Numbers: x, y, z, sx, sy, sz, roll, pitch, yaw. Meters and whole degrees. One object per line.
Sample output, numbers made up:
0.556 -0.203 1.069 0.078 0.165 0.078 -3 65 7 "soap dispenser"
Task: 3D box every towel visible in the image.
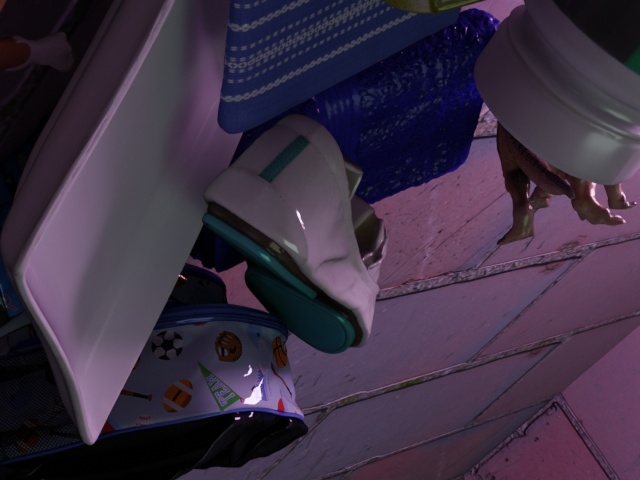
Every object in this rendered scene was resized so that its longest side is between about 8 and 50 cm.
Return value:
0.022 -0.085 1.382 0.308 0.076 0.227 -26 160 -19 "towel"
0.032 -0.232 1.020 0.243 0.040 0.336 -31 153 -27 "towel"

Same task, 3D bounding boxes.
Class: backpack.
-0.153 0.133 1.375 0.263 0.213 0.276 -9 171 22 "backpack"

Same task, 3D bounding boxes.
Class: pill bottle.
0.293 -0.230 1.216 0.204 0.204 0.361 -9 143 -48 "pill bottle"

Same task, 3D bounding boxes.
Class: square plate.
-0.121 -0.063 1.034 0.347 0.049 0.344 94 18 -66 "square plate"

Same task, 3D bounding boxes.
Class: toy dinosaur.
0.220 -0.115 1.427 0.127 0.200 0.295 -7 -168 24 "toy dinosaur"

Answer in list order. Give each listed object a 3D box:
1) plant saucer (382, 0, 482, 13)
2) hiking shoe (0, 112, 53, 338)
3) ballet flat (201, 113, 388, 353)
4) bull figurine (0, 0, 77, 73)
0.125 -0.220 0.988 0.188 0.045 0.188 -15 152 0 "plant saucer"
-0.271 0.021 1.136 0.132 0.113 0.304 12 125 -48 "hiking shoe"
0.000 0.000 1.285 0.139 0.139 0.400 -32 162 -2 "ballet flat"
-0.215 -0.148 0.843 0.188 0.101 0.310 -24 165 -40 "bull figurine"
